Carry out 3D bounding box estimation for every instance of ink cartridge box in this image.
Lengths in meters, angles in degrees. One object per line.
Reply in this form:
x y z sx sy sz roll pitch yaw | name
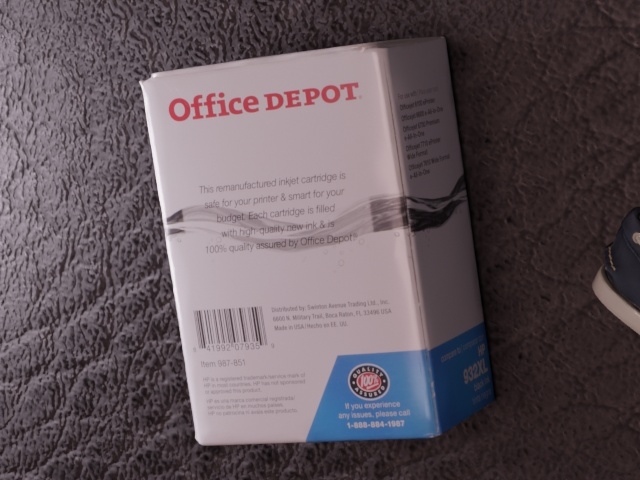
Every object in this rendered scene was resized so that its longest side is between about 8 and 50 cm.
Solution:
0.000 0.000 1.573 0.223 0.129 0.307 -5 97 29 | ink cartridge box

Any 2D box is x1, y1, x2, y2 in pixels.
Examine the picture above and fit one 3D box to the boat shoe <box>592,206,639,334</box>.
0.320 0.064 1.438 0.254 0.095 0.079 38 126 27 | boat shoe
